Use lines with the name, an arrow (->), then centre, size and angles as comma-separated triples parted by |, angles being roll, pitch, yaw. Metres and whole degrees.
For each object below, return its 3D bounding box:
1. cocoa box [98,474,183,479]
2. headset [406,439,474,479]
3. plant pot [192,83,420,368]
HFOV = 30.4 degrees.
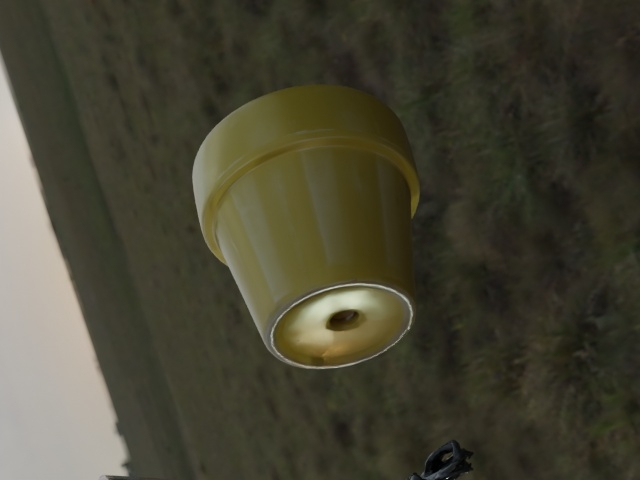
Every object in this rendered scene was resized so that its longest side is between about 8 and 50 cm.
cocoa box -> -0.105, 0.390, 1.025 | 0.228, 0.231, 0.347 | 142, 135, -76
headset -> 0.218, 0.374, 1.121 | 0.394, 0.243, 0.185 | 43, 122, 9
plant pot -> 0.000, 0.000, 1.291 | 0.254, 0.254, 0.239 | 86, 171, -52
